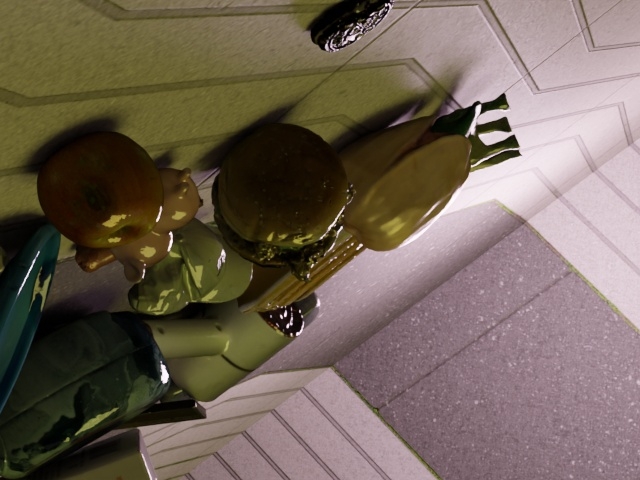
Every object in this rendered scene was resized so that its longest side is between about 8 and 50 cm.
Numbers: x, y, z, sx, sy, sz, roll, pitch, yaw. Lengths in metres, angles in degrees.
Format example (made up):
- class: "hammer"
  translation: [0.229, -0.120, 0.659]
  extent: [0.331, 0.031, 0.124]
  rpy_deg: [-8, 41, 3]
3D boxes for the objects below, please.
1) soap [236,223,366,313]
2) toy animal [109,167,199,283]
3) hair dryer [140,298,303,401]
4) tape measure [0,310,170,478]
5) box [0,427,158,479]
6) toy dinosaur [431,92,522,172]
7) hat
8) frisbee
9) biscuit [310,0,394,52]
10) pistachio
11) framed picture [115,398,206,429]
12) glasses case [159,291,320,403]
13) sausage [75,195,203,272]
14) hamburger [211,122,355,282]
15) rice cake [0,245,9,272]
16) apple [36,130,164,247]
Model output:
- class: "soap"
  translation: [0.000, 0.000, 2.141]
  extent: [0.274, 0.089, 0.173]
  rpy_deg: [-40, 167, 32]
- class: "toy animal"
  translation: [-0.175, -0.022, 1.543]
  extent: [0.083, 0.089, 0.150]
  rpy_deg: [-18, 152, -45]
- class: "hair dryer"
  translation: [-0.195, 0.146, 2.176]
  extent: [0.203, 0.128, 0.362]
  rpy_deg: [-38, 161, 23]
- class: "tape measure"
  translation: [-0.330, 0.192, 1.851]
  extent: [0.275, 0.147, 0.256]
  rpy_deg: [-32, 176, 13]
- class: "box"
  translation: [-0.357, 0.413, 1.902]
  extent: [0.341, 0.225, 0.143]
  rpy_deg: [-20, -173, -5]
- class: "toy dinosaur"
  translation: [0.141, -0.120, 2.150]
  extent: [0.301, 0.087, 0.447]
  rpy_deg: [-16, 165, 7]
- class: "hat"
  translation: [-0.147, 0.031, 1.747]
  extent: [0.166, 0.122, 0.081]
  rpy_deg: [10, 154, -40]
- class: "frisbee"
  translation: [-0.319, 0.091, 1.457]
  extent: [0.242, 0.045, 0.242]
  rpy_deg: [-159, -90, -87]
- class: "biscuit"
  translation: [0.033, -0.219, 1.441]
  extent: [0.087, 0.027, 0.089]
  rpy_deg: [-23, 165, -49]
- class: "pistachio"
  translation: [0.103, -0.084, 1.937]
  extent: [0.229, 0.157, 0.157]
  rpy_deg: [-39, 173, -31]
- class: "framed picture"
  translation: [-0.318, 0.282, 2.308]
  extent: [0.265, 0.018, 0.192]
  rpy_deg: [-7, 169, -2]
- class: "glasses case"
  translation: [-0.147, 0.179, 2.530]
  extent: [0.323, 0.074, 0.131]
  rpy_deg: [-31, 168, -16]
- class: "sausage"
  translation: [-0.200, -0.012, 1.627]
  extent: [0.158, 0.042, 0.036]
  rpy_deg: [-29, 130, -17]
- class: "hamburger"
  translation: [-0.042, -0.039, 1.630]
  extent: [0.159, 0.185, 0.131]
  rpy_deg: [-14, 166, -19]
- class: "rice cake"
  translation: [-0.398, 0.064, 1.329]
  extent: [0.256, 0.052, 0.057]
  rpy_deg: [-30, 172, -20]
- class: "apple"
  translation: [-0.196, -0.044, 1.323]
  extent: [0.099, 0.102, 0.114]
  rpy_deg: [-36, 168, 17]
